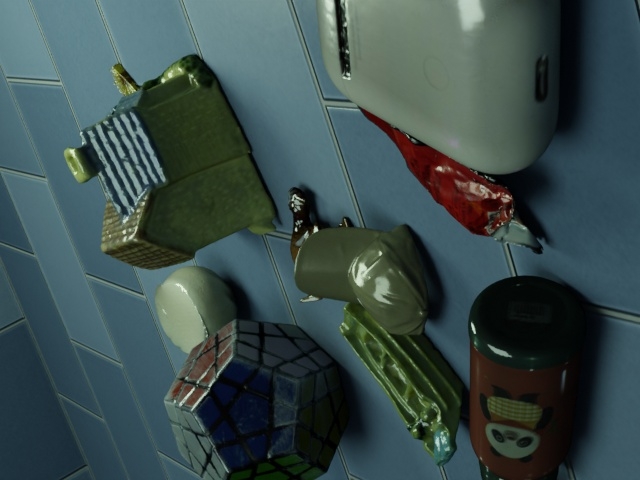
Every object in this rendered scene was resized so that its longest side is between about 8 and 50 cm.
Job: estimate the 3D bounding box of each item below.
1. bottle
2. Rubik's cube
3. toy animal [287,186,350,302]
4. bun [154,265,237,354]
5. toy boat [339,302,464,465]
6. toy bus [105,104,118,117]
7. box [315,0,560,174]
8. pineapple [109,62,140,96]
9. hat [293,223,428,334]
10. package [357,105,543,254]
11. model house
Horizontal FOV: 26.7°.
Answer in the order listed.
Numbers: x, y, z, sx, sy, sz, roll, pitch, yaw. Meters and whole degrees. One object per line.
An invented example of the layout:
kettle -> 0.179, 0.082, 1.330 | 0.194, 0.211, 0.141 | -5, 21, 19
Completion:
bottle -> 0.263, 0.209, 1.736 | 0.144, 0.144, 0.336 | 39, 148, 38
Rubik's cube -> -0.108, 0.292, 2.325 | 0.319, 0.319, 0.264 | 59, 180, 5
toy animal -> 0.000, 0.000, 2.066 | 0.188, 0.089, 0.179 | -9, 95, 66
bun -> -0.217, 0.126, 2.523 | 0.172, 0.120, 0.173 | 32, 135, 38
toy boat -> 0.135, 0.202, 2.020 | 0.276, 0.084, 0.111 | 53, 155, 23
toy bus -> -0.344, -0.178, 2.536 | 0.166, 0.047, 0.065 | 60, 150, 4
box -> 0.126, -0.244, 1.530 | 0.349, 0.141, 0.289 | 36, 145, 42
pineapple -> -0.359, -0.287, 2.488 | 0.083, 0.019, 0.045 | 48, 148, 19
hat -> 0.057, 0.071, 1.932 | 0.144, 0.173, 0.166 | -109, 9, -52
package -> 0.161, -0.071, 1.682 | 0.269, 0.071, 0.194 | 31, 161, 36
model house -> -0.274, -0.104, 2.245 | 0.261, 0.266, 0.321 | -13, 103, 59
